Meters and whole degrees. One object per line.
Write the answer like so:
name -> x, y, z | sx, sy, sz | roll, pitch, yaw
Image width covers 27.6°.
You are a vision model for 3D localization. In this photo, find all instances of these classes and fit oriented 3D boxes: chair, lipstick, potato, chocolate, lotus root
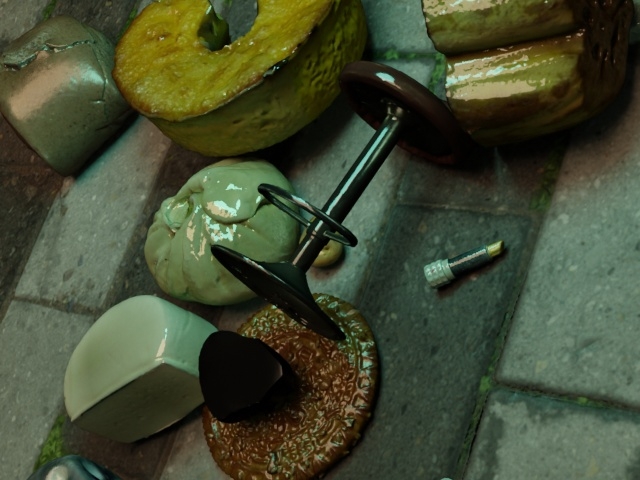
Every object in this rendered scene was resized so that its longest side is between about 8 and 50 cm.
chair -> 0.050, -0.083, 1.808 | 0.226, 0.226, 0.401 | 25, 74, 43
lipstick -> 0.201, 0.030, 1.787 | 0.116, 0.037, 0.037 | -23, 53, 18
potato -> 0.000, 0.000, 1.940 | 0.068, 0.062, 0.083 | -17, 33, 11
chocolate -> -0.098, 0.200, 1.827 | 0.149, 0.080, 0.125 | 11, 82, 34
lotus root -> 0.267, -0.280, 1.734 | 0.250, 0.316, 0.316 | -7, 61, 31

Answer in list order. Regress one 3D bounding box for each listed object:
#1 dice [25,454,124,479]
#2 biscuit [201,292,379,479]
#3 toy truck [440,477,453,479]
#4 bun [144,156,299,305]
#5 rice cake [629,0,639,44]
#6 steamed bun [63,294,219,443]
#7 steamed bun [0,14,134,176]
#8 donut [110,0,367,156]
dice -> -0.338, 0.429, 1.855 | 0.182, 0.183, 0.181 | -51, 45, -2
biscuit -> -0.048, 0.210, 1.861 | 0.305, 0.038, 0.305 | -18, 55, 28
toy truck -> 0.124, 0.428, 1.521 | 0.136, 0.162, 0.305 | 26, 82, 43
bun -> -0.156, -0.016, 1.993 | 0.259, 0.160, 0.259 | -16, 57, 26
rice cake -> 0.493, -0.358, 1.787 | 0.226, 0.040, 0.085 | -35, 48, 16
steamed bun -> -0.263, 0.182, 1.952 | 0.242, 0.146, 0.164 | -34, 44, 28
steamed bun -> -0.486, -0.287, 2.366 | 0.251, 0.199, 0.301 | -45, 46, 6
donut -> -0.123, -0.282, 2.079 | 0.435, 0.163, 0.377 | -13, 44, 28
